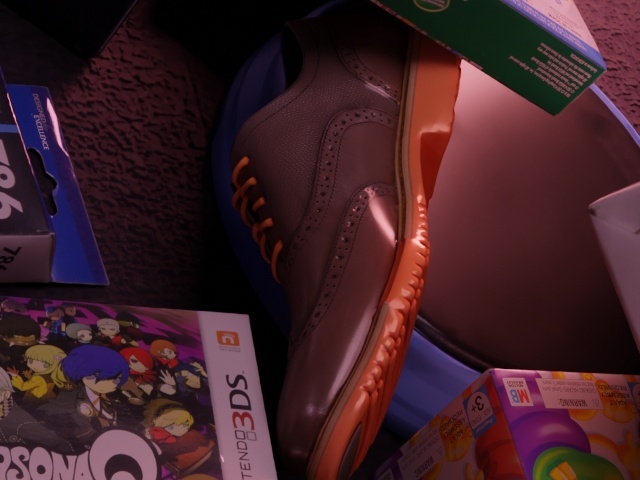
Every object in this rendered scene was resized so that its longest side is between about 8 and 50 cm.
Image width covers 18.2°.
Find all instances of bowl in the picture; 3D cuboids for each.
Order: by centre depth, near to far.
[{"bbox_3d":[0.109,-0.022,1.444,0.391,0.077,0.391,21,46,-23],"label":"bowl"}]

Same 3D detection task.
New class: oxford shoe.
[{"bbox_3d":[0.000,0.000,1.230,0.133,0.130,0.363,13,46,-1],"label":"oxford shoe"}]

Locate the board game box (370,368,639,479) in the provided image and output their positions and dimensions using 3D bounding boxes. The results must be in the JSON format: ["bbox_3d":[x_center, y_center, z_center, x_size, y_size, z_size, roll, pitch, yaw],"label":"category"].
[{"bbox_3d":[0.158,0.234,1.221,0.142,0.144,0.275,5,53,-34],"label":"board game box"}]

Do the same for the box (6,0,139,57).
[{"bbox_3d":[-0.190,-0.342,1.400,0.296,0.183,0.294,35,41,-10],"label":"box"}]

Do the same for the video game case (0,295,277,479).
[{"bbox_3d":[-0.141,0.113,1.094,0.232,0.042,0.210,5,38,-14],"label":"video game case"}]

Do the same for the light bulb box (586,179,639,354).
[{"bbox_3d":[0.348,0.093,1.249,0.361,0.225,0.358,-16,86,-74],"label":"light bulb box"}]

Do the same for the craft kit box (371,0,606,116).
[{"bbox_3d":[0.056,-0.223,1.313,0.250,0.061,0.246,29,32,-34],"label":"craft kit box"}]

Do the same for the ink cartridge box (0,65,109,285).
[{"bbox_3d":[-0.276,-0.055,1.188,0.333,0.065,0.165,0,56,-38],"label":"ink cartridge box"}]
